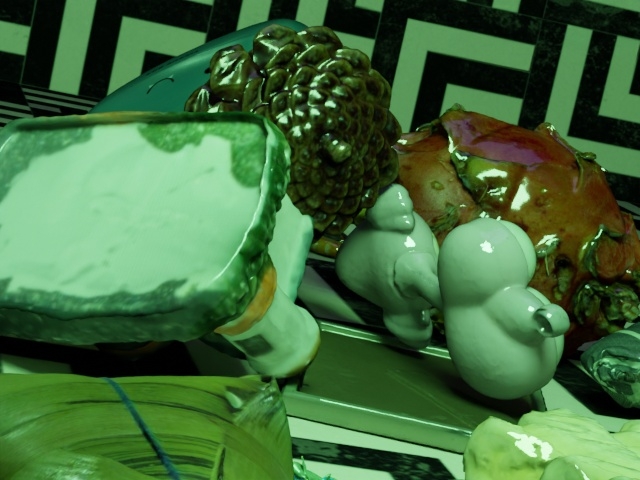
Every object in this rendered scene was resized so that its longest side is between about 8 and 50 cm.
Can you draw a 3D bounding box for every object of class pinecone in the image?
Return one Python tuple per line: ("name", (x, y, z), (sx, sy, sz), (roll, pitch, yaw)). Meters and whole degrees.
("pinecone", (-0.035, -0.093, 1.538), (0.207, 0.208, 0.208), (12, 9, -2))

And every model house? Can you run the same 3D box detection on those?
("model house", (-0.113, 0.040, 1.407), (0.271, 0.190, 0.301), (-1, -27, 26))

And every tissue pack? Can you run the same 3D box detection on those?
("tissue pack", (-0.111, -0.091, 1.760), (0.287, 0.198, 0.206), (-21, 21, 19))

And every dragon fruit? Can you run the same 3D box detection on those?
("dragon fruit", (0.181, -0.006, 1.784), (0.315, 0.250, 0.250), (6, 9, 3))

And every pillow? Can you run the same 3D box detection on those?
("pillow", (0.364, 0.120, 1.693), (0.161, 0.093, 0.335), (12, 7, 23))

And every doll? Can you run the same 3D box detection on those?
("doll", (0.107, 0.038, 1.516), (0.094, 0.160, 0.365), (-17, 18, -24))

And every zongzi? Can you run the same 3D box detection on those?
("zongzi", (-0.154, 0.140, 0.828), (0.289, 0.123, 0.260), (2, 12, -1))

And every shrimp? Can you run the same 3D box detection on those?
("shrimp", (0.000, 0.000, 2.144), (0.127, 0.025, 0.091), (19, 10, 11))

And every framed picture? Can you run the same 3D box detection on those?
("framed picture", (0.087, 0.128, 1.493), (0.232, 0.024, 0.315), (13, 8, 2))

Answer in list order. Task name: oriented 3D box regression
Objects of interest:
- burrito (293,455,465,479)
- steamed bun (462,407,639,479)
("burrito", (-0.003, 0.164, 1.055), (0.288, 0.054, 0.104), (7, 9, -25))
("steamed bun", (0.225, 0.191, 0.950), (0.292, 0.137, 0.295), (16, 4, 28))
